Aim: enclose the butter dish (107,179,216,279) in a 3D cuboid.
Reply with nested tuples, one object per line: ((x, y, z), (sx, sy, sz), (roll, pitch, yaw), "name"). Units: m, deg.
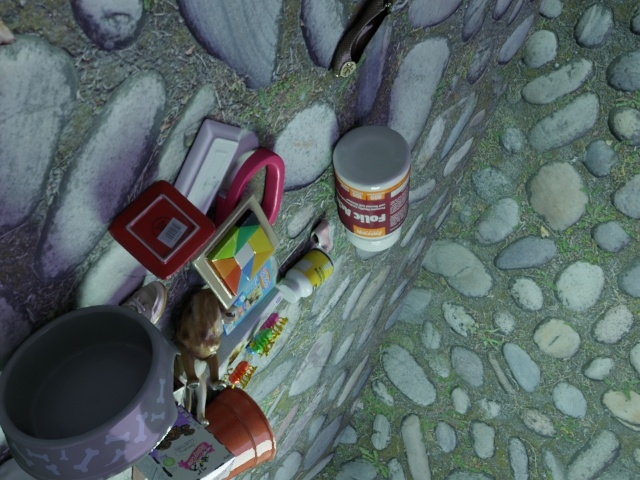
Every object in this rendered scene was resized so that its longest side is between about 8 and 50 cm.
((-0.321, -0.011, 1.393), (0.160, 0.160, 0.118), (-48, 180, -23), "butter dish")

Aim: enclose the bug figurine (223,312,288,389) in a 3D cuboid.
((-0.193, 0.324, 2.092), (0.216, 0.072, 0.279), (-54, -178, 20), "bug figurine")

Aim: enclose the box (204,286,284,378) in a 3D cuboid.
((-0.233, 0.265, 2.027), (0.324, 0.067, 0.063), (-53, 159, -14), "box")

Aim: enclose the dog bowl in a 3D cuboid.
((-0.428, 0.265, 1.268), (0.349, 0.348, 0.102), (-44, 143, -29), "dog bowl")

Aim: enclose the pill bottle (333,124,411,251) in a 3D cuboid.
((0.157, -0.143, 2.084), (0.224, 0.224, 0.392), (-48, 156, -21), "pill bottle")

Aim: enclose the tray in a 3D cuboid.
((-0.256, -0.126, 1.489), (0.270, 0.030, 0.145), (-62, 159, 13), "tray")

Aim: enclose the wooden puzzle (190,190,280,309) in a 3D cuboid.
((-0.188, 0.030, 1.635), (0.221, 0.044, 0.239), (-52, 149, -21), "wooden puzzle")

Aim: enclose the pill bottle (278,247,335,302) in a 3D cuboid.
((-0.045, 0.112, 2.164), (0.184, 0.103, 0.103), (-43, 154, -33), "pill bottle")

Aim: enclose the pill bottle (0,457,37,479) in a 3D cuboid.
((-0.605, 0.581, 1.539), (0.160, 0.160, 0.283), (-51, 157, -15), "pill bottle")

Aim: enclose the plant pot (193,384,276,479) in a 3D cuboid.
((-0.323, 0.627, 2.100), (0.265, 0.272, 0.272), (-28, 145, -37), "plant pot")

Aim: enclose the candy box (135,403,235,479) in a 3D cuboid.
((-0.321, 0.485, 1.561), (0.164, 0.196, 0.070), (-18, 137, -53), "candy box")

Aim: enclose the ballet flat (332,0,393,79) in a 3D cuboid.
((0.109, -0.507, 1.702), (0.250, 0.058, 0.084), (-59, 158, 3), "ballet flat")

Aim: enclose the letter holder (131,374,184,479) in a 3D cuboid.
((-0.475, 0.456, 1.662), (0.214, 0.152, 0.302), (-29, 145, -47), "letter holder")

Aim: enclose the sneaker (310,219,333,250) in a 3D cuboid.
((0.000, 0.000, 2.181), (0.070, 0.051, 0.134), (-44, 151, -27), "sneaker")

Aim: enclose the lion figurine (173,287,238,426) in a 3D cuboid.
((-0.329, 0.314, 1.784), (0.142, 0.240, 0.392), (6, 138, -30), "lion figurine")

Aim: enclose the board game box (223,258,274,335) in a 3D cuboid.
((-0.217, 0.146, 1.920), (0.210, 0.047, 0.160), (-46, 155, -26), "board game box")

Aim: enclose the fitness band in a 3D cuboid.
((-0.172, -0.093, 1.692), (0.209, 0.054, 0.291), (-41, 155, -40), "fitness band")

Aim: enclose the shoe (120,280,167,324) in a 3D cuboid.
((-0.416, 0.182, 1.507), (0.219, 0.076, 0.058), (-54, 163, -2), "shoe")
